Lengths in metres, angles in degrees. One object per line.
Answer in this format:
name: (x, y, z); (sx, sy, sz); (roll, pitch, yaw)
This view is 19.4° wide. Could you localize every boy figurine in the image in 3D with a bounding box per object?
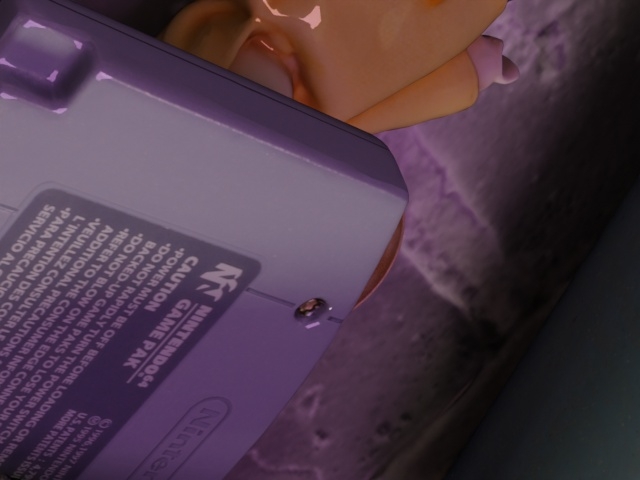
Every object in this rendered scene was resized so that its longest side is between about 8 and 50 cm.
boy figurine: (0.028, -0.111, 0.745); (0.285, 0.092, 0.177); (-36, 136, -15)

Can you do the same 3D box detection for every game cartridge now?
game cartridge: (-0.114, 0.051, 0.680); (0.198, 0.062, 0.297); (19, 122, -45)

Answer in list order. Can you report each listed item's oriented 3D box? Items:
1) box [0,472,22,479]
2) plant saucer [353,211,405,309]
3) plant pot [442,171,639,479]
box: (-0.077, 0.249, 0.697); (0.216, 0.060, 0.270); (25, 90, -27)
plant saucer: (0.000, 0.000, 0.847); (0.083, 0.015, 0.083); (-19, 128, -27)
plant pot: (0.237, 0.095, 0.888); (0.341, 0.341, 0.334); (19, 113, -42)
